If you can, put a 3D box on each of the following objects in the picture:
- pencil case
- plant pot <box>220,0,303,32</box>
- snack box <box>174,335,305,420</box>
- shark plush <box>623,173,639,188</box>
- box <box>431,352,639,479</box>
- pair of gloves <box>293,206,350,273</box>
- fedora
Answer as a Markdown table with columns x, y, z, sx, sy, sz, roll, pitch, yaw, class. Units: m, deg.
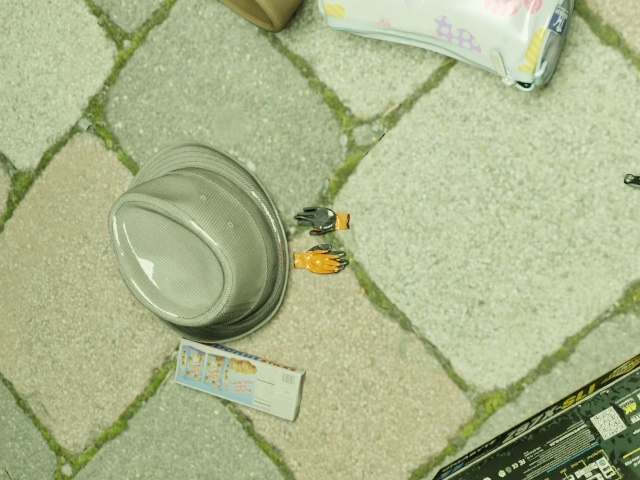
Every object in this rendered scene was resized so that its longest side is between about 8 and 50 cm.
| x | y | z | sx | sy | sz | roll | pitch | yaw | class |
| --- | --- | --- | --- | --- | --- | --- | --- | --- | --- |
| 0.136 | -0.253 | 0.978 | 0.273 | 0.113 | 0.124 | 23 | 95 | 19 | pencil case |
| -0.078 | -0.401 | 0.997 | 0.263 | 0.263 | 0.229 | 39 | 92 | 14 | plant pot |
| -0.107 | 0.178 | 1.177 | 0.178 | 0.022 | 0.064 | 14 | 102 | 21 | snack box |
| 0.393 | -0.033 | 0.930 | 0.161 | 0.073 | 0.067 | 14 | 132 | 15 | shark plush |
| 0.314 | 0.300 | 0.985 | 0.322 | 0.079 | 0.257 | -37 | 83 | 22 | box |
| 0.000 | 0.000 | 1.119 | 0.074 | 0.010 | 0.083 | 5 | 97 | 22 | pair of gloves |
| -0.175 | 0.009 | 1.131 | 0.244 | 0.124 | 0.275 | -44 | 79 | 20 | fedora |
